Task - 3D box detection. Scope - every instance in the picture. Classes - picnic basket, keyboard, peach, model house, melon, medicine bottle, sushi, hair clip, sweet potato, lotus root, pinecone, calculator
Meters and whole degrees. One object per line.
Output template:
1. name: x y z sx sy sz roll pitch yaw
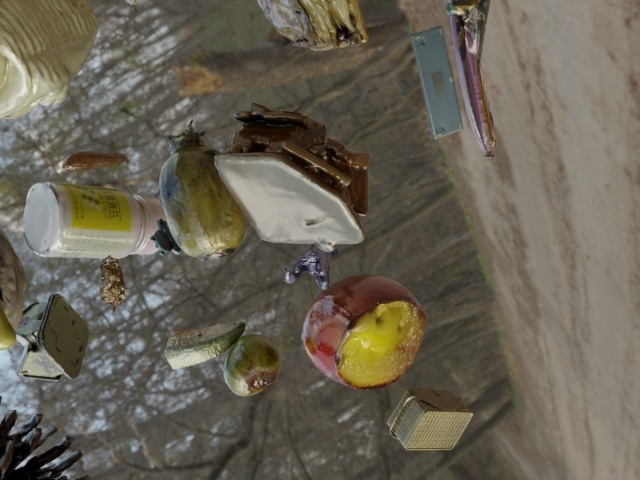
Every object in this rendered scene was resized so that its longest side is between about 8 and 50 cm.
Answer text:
1. picnic basket: 0.241 0.393 1.688 0.164 0.115 0.079 11 -155 -35
2. keyboard: 0.190 -0.256 1.251 0.014 0.055 0.176 -130 22 -67
3. peach: 0.100 0.205 1.730 0.281 0.281 0.338 58 -174 1
4. model house: -0.029 -0.122 1.234 0.229 0.199 0.219 -78 -23 -45
5. melon: -0.264 0.232 1.767 0.098 0.182 0.054 -88 -16 -53
6. medicine bottle: -0.656 -0.052 2.257 0.379 0.213 0.213 3 -130 -50
7. model house: -0.866 0.318 2.283 0.218 0.279 0.205 -93 -19 -49
8. sushi: -0.427 0.088 1.569 0.060 0.062 0.118 -124 17 -79
9. hair clip: 0.012 0.006 1.711 0.137 0.090 0.278 91 -159 -47
10. hair clip: 0.314 -0.334 1.552 0.110 0.096 0.358 -118 18 -70
11. sweet potato: -0.562 -0.205 1.957 0.214 0.050 0.050 -14 -110 -54
12. lotus root: -0.223 -0.098 1.407 0.154 0.154 0.278 24 -129 -81
13. pinecone: -0.641 0.510 1.520 0.397 0.398 0.398 57 -175 -8
14. calculator: -0.343 -0.015 1.784 0.094 0.019 0.141 61 -146 -12

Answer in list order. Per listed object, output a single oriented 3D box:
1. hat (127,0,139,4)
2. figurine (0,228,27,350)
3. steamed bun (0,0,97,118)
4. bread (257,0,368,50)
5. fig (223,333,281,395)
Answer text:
1. hat: -0.342 -0.612 1.563 0.219 0.226 0.164 84 164 -48
2. figurine: -0.684 0.093 1.317 0.378 0.361 0.266 -145 43 -77
3. steamed bun: -0.535 -0.331 1.130 0.394 0.237 0.346 2 -114 -68
4. bread: -0.043 -0.480 1.432 0.277 0.167 0.324 62 -175 -29
5. fig: -0.154 0.282 1.749 0.121 0.136 0.153 30 -154 13
